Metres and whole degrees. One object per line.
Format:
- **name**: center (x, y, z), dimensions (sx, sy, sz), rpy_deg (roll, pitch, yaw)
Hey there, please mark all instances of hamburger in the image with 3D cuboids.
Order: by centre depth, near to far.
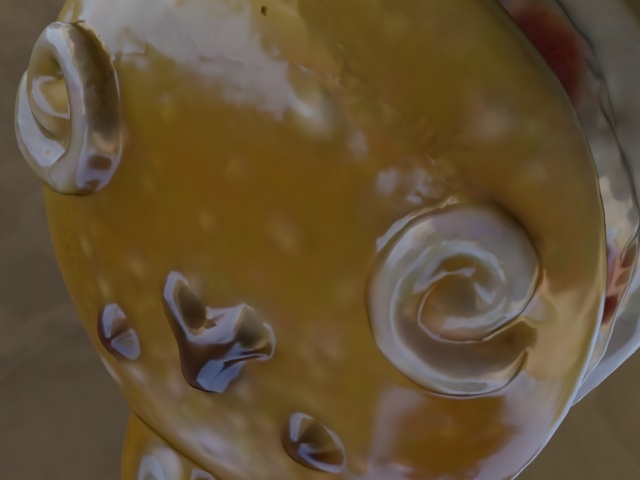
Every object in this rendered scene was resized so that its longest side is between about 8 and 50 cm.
- **hamburger**: center (0.000, 0.000, 0.576), dimensions (0.261, 0.302, 0.186), rpy_deg (37, -137, 15)
